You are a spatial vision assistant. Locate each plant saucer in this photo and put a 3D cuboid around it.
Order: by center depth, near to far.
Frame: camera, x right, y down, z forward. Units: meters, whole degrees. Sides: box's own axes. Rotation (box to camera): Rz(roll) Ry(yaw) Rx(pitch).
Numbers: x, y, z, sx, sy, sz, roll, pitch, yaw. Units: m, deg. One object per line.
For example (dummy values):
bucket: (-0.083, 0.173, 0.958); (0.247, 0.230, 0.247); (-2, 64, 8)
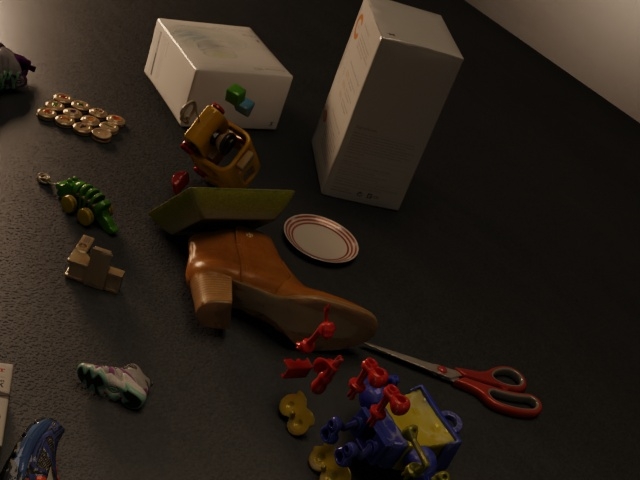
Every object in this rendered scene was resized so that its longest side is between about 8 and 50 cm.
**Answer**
plant saucer: (-0.163, -0.042, 1.573); (0.188, 0.188, 0.045); (0, 79, -31)

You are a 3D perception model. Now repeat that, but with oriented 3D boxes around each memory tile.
memory tile: (-0.450, -0.232, 1.802); (0.148, 0.012, 0.113); (22, 32, 0)

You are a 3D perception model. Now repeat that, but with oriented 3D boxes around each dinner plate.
dinner plate: (0.000, 0.000, 1.713); (0.141, 0.017, 0.141); (15, 31, -9)

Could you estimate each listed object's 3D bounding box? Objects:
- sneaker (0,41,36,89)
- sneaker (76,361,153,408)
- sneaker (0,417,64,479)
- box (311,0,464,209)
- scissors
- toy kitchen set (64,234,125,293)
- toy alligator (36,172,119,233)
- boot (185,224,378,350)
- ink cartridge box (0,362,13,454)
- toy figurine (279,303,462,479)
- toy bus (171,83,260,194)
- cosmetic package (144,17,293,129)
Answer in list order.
sneaker: (-0.597, -0.307, 1.765); (0.098, 0.083, 0.224); (22, 30, -9)
sneaker: (-0.268, 0.178, 1.265); (0.098, 0.038, 0.069); (30, 30, -4)
sneaker: (-0.314, 0.288, 1.041); (0.087, 0.083, 0.221); (27, 34, -18)
box: (0.120, -0.269, 1.882); (0.168, 0.345, 0.215); (12, 33, -15)
scissors: (0.208, 0.216, 1.502); (0.297, 0.021, 0.109); (14, 34, -15)
toy kitchen set: (-0.327, 0.022, 1.432); (0.083, 0.068, 0.075); (19, 31, -4)
toy alligator: (-0.395, -0.078, 1.560); (0.189, 0.051, 0.056); (35, 34, 21)
boot: (-0.063, 0.061, 1.499); (0.295, 0.104, 0.211); (9, 34, -13)
ink cartridge box: (-0.416, 0.202, 1.115); (0.099, 0.056, 0.135); (9, 34, -18)
toy figurine: (0.128, 0.254, 1.251); (0.217, 0.191, 0.362); (1, 38, -38)
toy bus: (-0.168, -0.160, 1.689); (0.104, 0.191, 0.202); (31, 32, 16)
cosmetic package: (-0.216, -0.347, 2.002); (0.224, 0.138, 0.225); (-3, 40, -34)
